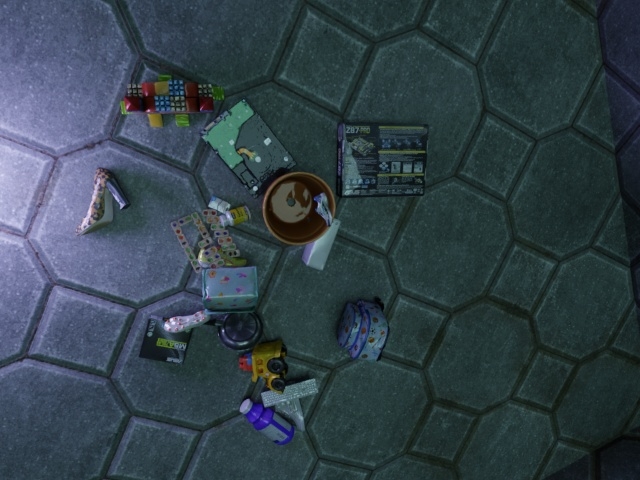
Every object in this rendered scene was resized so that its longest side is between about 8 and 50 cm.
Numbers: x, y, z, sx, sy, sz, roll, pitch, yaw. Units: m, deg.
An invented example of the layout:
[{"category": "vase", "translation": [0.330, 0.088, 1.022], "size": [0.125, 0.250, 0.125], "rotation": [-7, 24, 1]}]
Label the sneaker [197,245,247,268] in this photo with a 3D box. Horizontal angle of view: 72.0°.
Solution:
[{"category": "sneaker", "translation": [-0.409, 0.071, 1.844], "size": [0.208, 0.081, 0.094], "rotation": [5, 95, -17]}]

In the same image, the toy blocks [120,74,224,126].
[{"category": "toy blocks", "translation": [-0.531, -0.507, 1.576], "size": [0.381, 0.261, 0.191], "rotation": [-5, 104, -14]}]

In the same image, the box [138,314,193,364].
[{"category": "box", "translation": [-0.656, 0.426, 1.881], "size": [0.190, 0.045, 0.184], "rotation": [16, 95, -17]}]

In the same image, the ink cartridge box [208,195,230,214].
[{"category": "ink cartridge box", "translation": [-0.414, -0.144, 1.812], "size": [0.083, 0.028, 0.048], "rotation": [25, 83, -19]}]

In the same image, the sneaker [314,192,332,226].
[{"category": "sneaker", "translation": [0.009, -0.116, 1.716], "size": [0.058, 0.052, 0.135], "rotation": [-16, 100, -1]}]

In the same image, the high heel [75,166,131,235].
[{"category": "high heel", "translation": [-0.869, -0.148, 1.686], "size": [0.261, 0.093, 0.186], "rotation": [-33, 87, 8]}]

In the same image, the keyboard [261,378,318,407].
[{"category": "keyboard", "translation": [-0.141, 0.702, 2.029], "size": [0.255, 0.014, 0.072], "rotation": [-14, 92, -4]}]

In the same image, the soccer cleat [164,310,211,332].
[{"category": "soccer cleat", "translation": [-0.552, 0.343, 1.839], "size": [0.196, 0.076, 0.068], "rotation": [-16, 69, 3]}]

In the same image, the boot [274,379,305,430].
[{"category": "boot", "translation": [-0.153, 0.794, 2.089], "size": [0.123, 0.095, 0.259], "rotation": [-14, 98, -5]}]

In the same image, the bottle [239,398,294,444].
[{"category": "bottle", "translation": [-0.252, 0.844, 2.056], "size": [0.118, 0.092, 0.283], "rotation": [-35, 112, 29]}]

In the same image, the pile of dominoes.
[{"category": "pile of dominoes", "translation": [-0.462, -0.004, 1.786], "size": [0.195, 0.040, 0.251], "rotation": [-28, 91, -16]}]

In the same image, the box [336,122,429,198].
[{"category": "box", "translation": [0.268, -0.347, 1.915], "size": [0.394, 0.097, 0.319], "rotation": [-4, 106, -14]}]

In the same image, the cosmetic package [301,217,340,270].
[{"category": "cosmetic package", "translation": [0.000, 0.000, 1.916], "size": [0.085, 0.117, 0.231], "rotation": [19, 96, -18]}]

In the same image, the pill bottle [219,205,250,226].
[{"category": "pill bottle", "translation": [-0.352, -0.097, 1.815], "size": [0.116, 0.065, 0.065], "rotation": [-22, 108, -21]}]

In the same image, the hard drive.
[{"category": "hard drive", "translation": [-0.289, -0.370, 1.778], "size": [0.237, 0.064, 0.339], "rotation": [-41, 110, -2]}]

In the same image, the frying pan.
[{"category": "frying pan", "translation": [-0.395, 0.342, 1.898], "size": [0.326, 0.053, 0.197], "rotation": [32, 59, 10]}]

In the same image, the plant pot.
[{"category": "plant pot", "translation": [-0.102, -0.145, 1.807], "size": [0.290, 0.203, 0.291], "rotation": [-3, 104, -13]}]

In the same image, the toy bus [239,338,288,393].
[{"category": "toy bus", "translation": [-0.254, 0.571, 1.981], "size": [0.211, 0.149, 0.221], "rotation": [-4, 107, 0]}]

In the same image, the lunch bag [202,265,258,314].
[{"category": "lunch bag", "translation": [-0.371, 0.216, 1.812], "size": [0.223, 0.262, 0.160], "rotation": [-1, 66, -13]}]

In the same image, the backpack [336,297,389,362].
[{"category": "backpack", "translation": [0.197, 0.413, 1.989], "size": [0.213, 0.263, 0.277], "rotation": [11, 101, -17]}]
